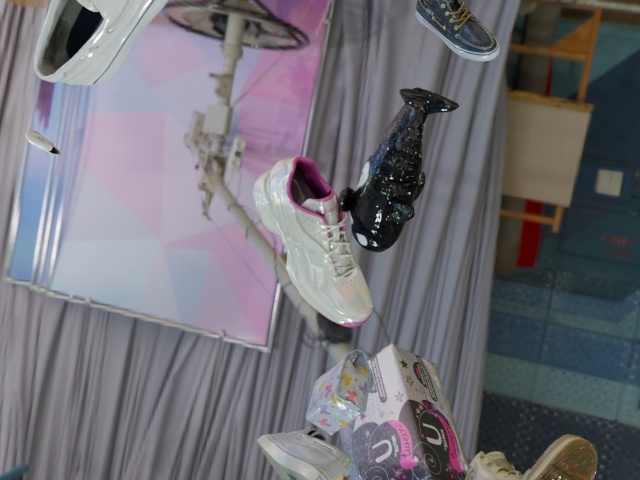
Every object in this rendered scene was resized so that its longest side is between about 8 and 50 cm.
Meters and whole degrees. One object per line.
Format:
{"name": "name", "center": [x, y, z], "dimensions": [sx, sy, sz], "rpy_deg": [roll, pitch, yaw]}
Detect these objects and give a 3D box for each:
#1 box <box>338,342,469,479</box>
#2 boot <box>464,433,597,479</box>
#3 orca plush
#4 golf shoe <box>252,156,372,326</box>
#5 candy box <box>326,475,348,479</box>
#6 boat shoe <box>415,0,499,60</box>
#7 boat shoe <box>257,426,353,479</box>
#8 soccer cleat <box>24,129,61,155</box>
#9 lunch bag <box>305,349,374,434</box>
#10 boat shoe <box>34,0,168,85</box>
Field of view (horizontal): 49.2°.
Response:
{"name": "box", "center": [0.135, 0.330, 1.199], "dimensions": [0.142, 0.163, 0.247], "rpy_deg": [29, -146, -39]}
{"name": "boot", "center": [0.270, 0.324, 0.944], "dimensions": [0.077, 0.213, 0.165], "rpy_deg": [27, -170, -11]}
{"name": "orca plush", "center": [0.129, -0.077, 1.037], "dimensions": [0.151, 0.287, 0.102], "rpy_deg": [4, -141, -38]}
{"name": "golf shoe", "center": [0.000, 0.000, 1.146], "dimensions": [0.115, 0.306, 0.140], "rpy_deg": [-30, 176, -34]}
{"name": "candy box", "center": [-0.036, 0.263, 0.551], "dimensions": [0.186, 0.109, 0.053], "rpy_deg": [-27, -171, 26]}
{"name": "boat shoe", "center": [0.236, -0.388, 1.221], "dimensions": [0.183, 0.065, 0.083], "rpy_deg": [42, 166, 23]}
{"name": "boat shoe", "center": [-0.021, 0.320, 1.034], "dimensions": [0.081, 0.079, 0.227], "rpy_deg": [-35, -167, -23]}
{"name": "soccer cleat", "center": [-0.548, -0.192, 1.384], "dimensions": [0.035, 0.029, 0.083], "rpy_deg": [14, 162, 26]}
{"name": "lunch bag", "center": [0.027, 0.179, 0.842], "dimensions": [0.053, 0.071, 0.083], "rpy_deg": [32, -141, -15]}
{"name": "boat shoe", "center": [-0.211, -0.252, 0.695], "dimensions": [0.095, 0.258, 0.084], "rpy_deg": [45, -145, 12]}
